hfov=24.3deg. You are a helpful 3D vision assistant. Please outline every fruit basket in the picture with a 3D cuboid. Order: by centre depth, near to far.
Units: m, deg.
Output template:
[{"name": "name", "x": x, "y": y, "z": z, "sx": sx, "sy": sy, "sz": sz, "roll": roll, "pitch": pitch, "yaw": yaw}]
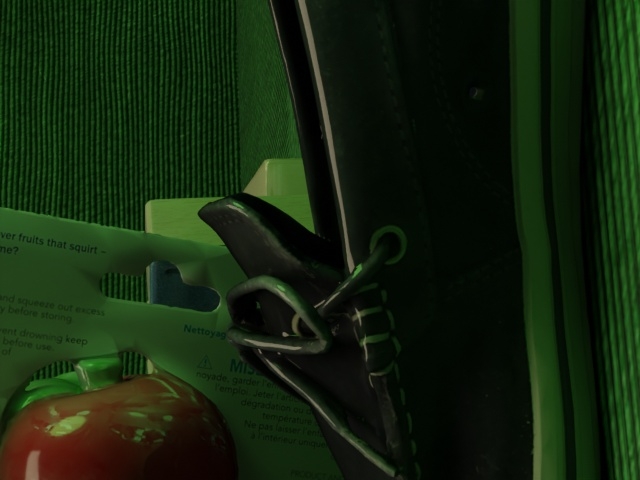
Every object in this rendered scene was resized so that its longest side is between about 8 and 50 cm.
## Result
[{"name": "fruit basket", "x": -0.100, "y": 0.173, "z": 0.726, "sx": 0.165, "sy": 0.327, "sz": 0.353, "roll": 165, "pitch": 113, "yaw": -67}]

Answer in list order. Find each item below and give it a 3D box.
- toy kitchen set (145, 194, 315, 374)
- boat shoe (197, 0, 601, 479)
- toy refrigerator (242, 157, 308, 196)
[{"name": "toy kitchen set", "x": -0.030, "y": 0.104, "z": 0.815, "sx": 0.207, "sy": 0.122, "sz": 0.166, "roll": 97, "pitch": 167, "yaw": -50}, {"name": "boat shoe", "x": 0.026, "y": 0.014, "z": 0.632, "sx": 0.187, "sy": 0.156, "sz": 0.500, "roll": -161, "pitch": 70, "yaw": -81}, {"name": "toy refrigerator", "x": 0.000, "y": 0.000, "z": 1.081, "sx": 0.269, "sy": 0.102, "sz": 0.094, "roll": 153, "pitch": 116, "yaw": -82}]
